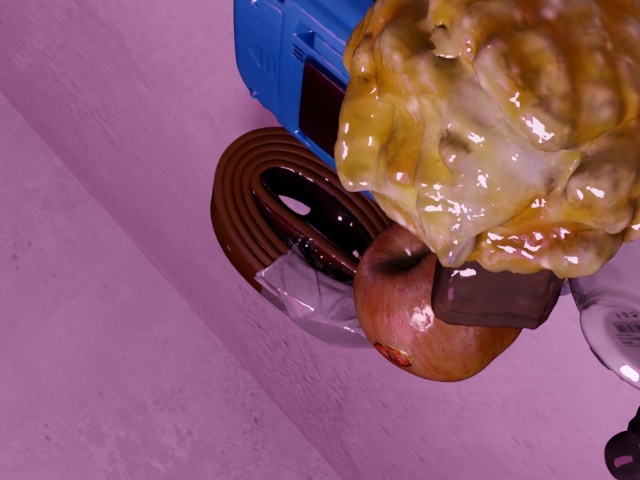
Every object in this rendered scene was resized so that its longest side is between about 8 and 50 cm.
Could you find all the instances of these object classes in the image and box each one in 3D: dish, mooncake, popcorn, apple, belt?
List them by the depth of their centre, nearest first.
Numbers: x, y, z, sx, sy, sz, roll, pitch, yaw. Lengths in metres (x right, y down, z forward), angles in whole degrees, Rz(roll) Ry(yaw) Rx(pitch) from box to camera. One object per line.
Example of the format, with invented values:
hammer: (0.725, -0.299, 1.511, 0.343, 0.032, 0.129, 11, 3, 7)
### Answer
popcorn: (0.150, -0.120, 1.236, 0.335, 0.274, 0.279, 36, 158, 31)
dish: (0.340, 0.069, 1.415, 0.303, 0.120, 0.303, 34, 155, 18)
mooncake: (0.188, -0.020, 1.477, 0.124, 0.228, 0.228, 10, 157, 3)
apple: (0.146, 0.066, 1.764, 0.211, 0.211, 0.188, 24, 155, 52)
belt: (0.000, 0.000, 1.947, 0.338, 0.217, 0.122, 43, 163, 7)

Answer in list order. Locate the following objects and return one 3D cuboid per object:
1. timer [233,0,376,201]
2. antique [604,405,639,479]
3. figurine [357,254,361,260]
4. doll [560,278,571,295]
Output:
timer: (0.034, -0.183, 1.642, 0.309, 0.115, 0.340, 40, 162, 12)
antique: (0.461, 0.285, 1.556, 0.322, 0.185, 0.255, 50, 162, -23)
figurine: (0.099, 0.032, 2.082, 0.109, 0.047, 0.064, 11, 135, 48)
doll: (0.263, 0.008, 1.612, 0.104, 0.062, 0.194, 32, 156, -13)
